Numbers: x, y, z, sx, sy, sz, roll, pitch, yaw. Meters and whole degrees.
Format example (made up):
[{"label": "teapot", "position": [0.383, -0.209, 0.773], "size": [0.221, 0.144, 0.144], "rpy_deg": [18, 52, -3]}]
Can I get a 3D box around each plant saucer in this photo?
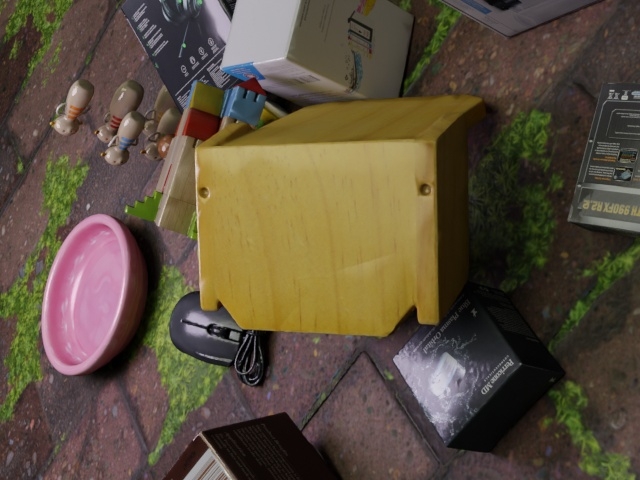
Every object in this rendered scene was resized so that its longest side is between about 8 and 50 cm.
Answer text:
[{"label": "plant saucer", "position": [-0.453, 0.115, 2.105], "size": [0.332, 0.084, 0.332], "rpy_deg": [-20, 62, 45]}]

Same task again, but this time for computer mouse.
[{"label": "computer mouse", "position": [-0.189, 0.144, 1.800], "size": [0.272, 0.072, 0.188], "rpy_deg": [2, 79, 49]}]

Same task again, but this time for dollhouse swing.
[{"label": "dollhouse swing", "position": [0.054, -0.049, 1.435], "size": [0.347, 0.305, 0.315], "rpy_deg": [0, 94, 27]}]

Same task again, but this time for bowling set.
[{"label": "bowling set", "position": [-0.354, -0.195, 1.976], "size": [0.200, 0.287, 0.154], "rpy_deg": [58, 132, 25]}]

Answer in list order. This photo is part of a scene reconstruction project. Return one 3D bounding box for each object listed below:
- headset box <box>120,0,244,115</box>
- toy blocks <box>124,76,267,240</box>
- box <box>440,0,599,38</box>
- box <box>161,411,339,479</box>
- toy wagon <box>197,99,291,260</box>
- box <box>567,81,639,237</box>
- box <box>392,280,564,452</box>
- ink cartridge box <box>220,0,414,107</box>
[{"label": "headset box", "position": [-0.197, -0.384, 1.826], "size": [0.246, 0.131, 0.283], "rpy_deg": [-33, 87, 47]}, {"label": "toy blocks", "position": [-0.188, -0.141, 1.685], "size": [0.381, 0.191, 0.261], "rpy_deg": [-160, 88, -76]}, {"label": "box", "position": [0.307, -0.374, 1.340], "size": [0.290, 0.169, 0.087], "rpy_deg": [-15, 66, 44]}, {"label": "box", "position": [-0.106, 0.375, 1.490], "size": [0.168, 0.203, 0.167], "rpy_deg": [49, 115, 26]}, {"label": "toy wagon", "position": [-0.140, -0.075, 1.824], "size": [0.267, 0.068, 0.344], "rpy_deg": [41, 108, 48]}, {"label": "box", "position": [0.416, -0.089, 1.201], "size": [0.231, 0.056, 0.183], "rpy_deg": [11, 86, 50]}, {"label": "box", "position": [0.199, 0.162, 1.333], "size": [0.156, 0.093, 0.158], "rpy_deg": [-53, 45, 22]}, {"label": "ink cartridge box", "position": [-0.001, -0.310, 1.620], "size": [0.171, 0.233, 0.168], "rpy_deg": [2, 76, 49]}]
